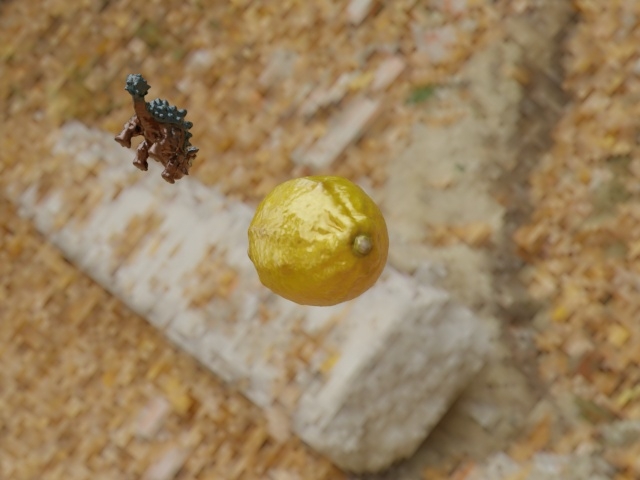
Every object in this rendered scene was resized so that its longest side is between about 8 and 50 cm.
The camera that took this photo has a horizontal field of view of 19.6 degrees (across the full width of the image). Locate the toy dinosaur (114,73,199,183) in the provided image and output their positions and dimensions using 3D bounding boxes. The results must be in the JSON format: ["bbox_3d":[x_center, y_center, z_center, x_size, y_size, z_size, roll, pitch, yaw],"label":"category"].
[{"bbox_3d":[-0.129,-0.087,1.484,0.055,0.049,0.154,-56,-23,-17],"label":"toy dinosaur"}]

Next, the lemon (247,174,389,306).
[{"bbox_3d":[0.000,0.000,1.583,0.155,0.114,0.114,-5,48,59],"label":"lemon"}]
